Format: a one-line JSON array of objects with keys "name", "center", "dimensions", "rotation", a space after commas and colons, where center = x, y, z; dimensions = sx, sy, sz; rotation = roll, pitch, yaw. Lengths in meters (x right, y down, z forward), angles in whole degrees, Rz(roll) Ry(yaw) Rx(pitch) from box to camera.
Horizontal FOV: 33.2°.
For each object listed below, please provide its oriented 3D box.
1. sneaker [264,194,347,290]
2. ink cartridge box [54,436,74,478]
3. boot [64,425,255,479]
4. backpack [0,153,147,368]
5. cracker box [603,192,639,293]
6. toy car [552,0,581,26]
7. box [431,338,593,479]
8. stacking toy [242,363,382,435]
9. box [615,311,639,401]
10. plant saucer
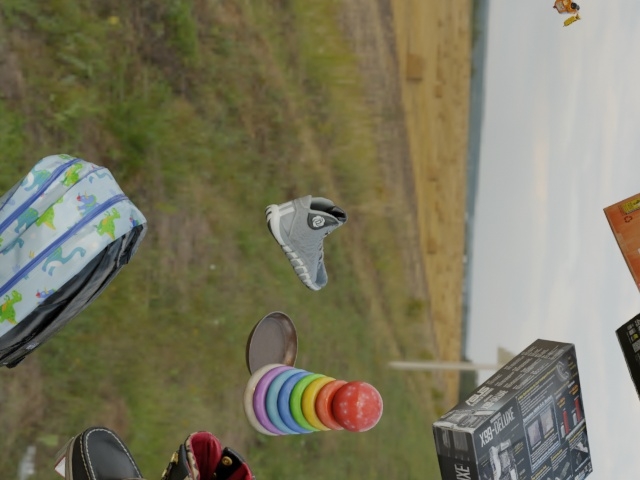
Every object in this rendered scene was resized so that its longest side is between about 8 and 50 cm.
[{"name": "sneaker", "center": [0.000, 0.000, 1.978], "dimensions": [0.228, 0.132, 0.086], "rotation": [57, 13, -46]}, {"name": "ink cartridge box", "center": [-0.493, 0.467, 2.214], "dimensions": [0.056, 0.099, 0.135], "rotation": [-49, -169, -7]}, {"name": "boot", "center": [-0.238, 0.381, 1.600], "dimensions": [0.284, 0.138, 0.377], "rotation": [-51, -131, 30]}, {"name": "backpack", "center": [-0.445, 0.032, 1.704], "dimensions": [0.273, 0.356, 0.290], "rotation": [64, 16, 1]}, {"name": "cracker box", "center": [0.496, 0.062, 1.564], "dimensions": [0.232, 0.067, 0.155], "rotation": [53, 19, -41]}, {"name": "toy car", "center": [0.421, -0.405, 1.857], "dimensions": [0.060, 0.041, 0.122], "rotation": [58, 23, -10]}, {"name": "box", "center": [0.308, 0.327, 1.676], "dimensions": [0.307, 0.077, 0.242], "rotation": [-30, 115, -42]}, {"name": "stacking toy", "center": [-0.007, 0.302, 1.970], "dimensions": [0.330, 0.141, 0.141], "rotation": [-5, -100, 56]}, {"name": "box", "center": [0.610, 0.165, 1.679], "dimensions": [0.079, 0.257, 0.322], "rotation": [46, 19, -15]}, {"name": "plant saucer", "center": [-0.108, 0.233, 2.282], "dimensions": [0.168, 0.029, 0.168], "rotation": [-7, 98, -54]}]
